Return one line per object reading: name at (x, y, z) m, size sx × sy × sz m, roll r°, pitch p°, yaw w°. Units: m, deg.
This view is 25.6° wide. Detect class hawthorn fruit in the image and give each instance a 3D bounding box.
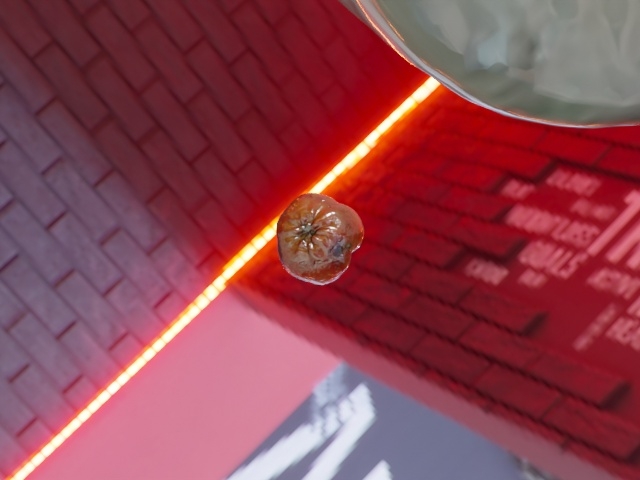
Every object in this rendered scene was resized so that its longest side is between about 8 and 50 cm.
hawthorn fruit at (0.000, 0.000, 1.349) m, size 0.093 × 0.093 × 0.093 m, roll 42°, pitch -15°, yaw 14°

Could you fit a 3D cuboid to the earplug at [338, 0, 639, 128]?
earplug at (0.055, -0.264, 0.568) m, size 0.394 × 0.313 × 0.312 m, roll 50°, pitch -7°, yaw 48°
